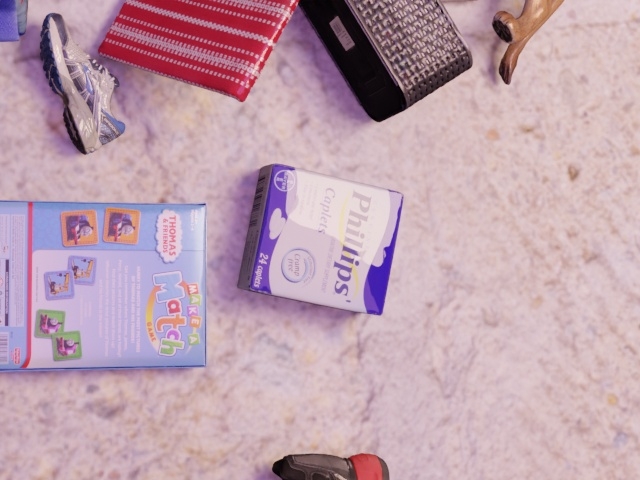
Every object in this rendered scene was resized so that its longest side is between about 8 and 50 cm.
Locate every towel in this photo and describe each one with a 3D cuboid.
[{"bbox_3d":[-0.077,-0.267,1.075,0.031,0.199,0.275,40,75,-52],"label":"towel"}]

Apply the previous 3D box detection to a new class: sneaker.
[{"bbox_3d":[-0.225,-0.153,1.091,0.058,0.052,0.135,-22,101,-24],"label":"sneaker"},{"bbox_3d":[-0.026,0.328,1.092,0.135,0.097,0.276,17,81,-13],"label":"sneaker"}]

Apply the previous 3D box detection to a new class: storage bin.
[{"bbox_3d":[0.054,-0.217,1.122,0.084,0.122,0.180,-34,96,-13],"label":"storage bin"}]

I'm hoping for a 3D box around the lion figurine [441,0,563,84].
[{"bbox_3d":[0.182,-0.383,1.173,0.240,0.142,0.392,-37,111,-21],"label":"lion figurine"}]

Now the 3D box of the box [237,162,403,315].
[{"bbox_3d":[0.000,0.000,1.125,0.137,0.072,0.126,12,85,-14],"label":"box"}]

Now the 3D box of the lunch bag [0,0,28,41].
[{"bbox_3d":[-0.303,-0.315,0.984,0.138,0.221,0.293,-10,90,-14],"label":"lunch bag"}]

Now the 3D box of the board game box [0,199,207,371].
[{"bbox_3d":[-0.214,0.042,1.085,0.211,0.039,0.160,1,88,-14],"label":"board game box"}]
